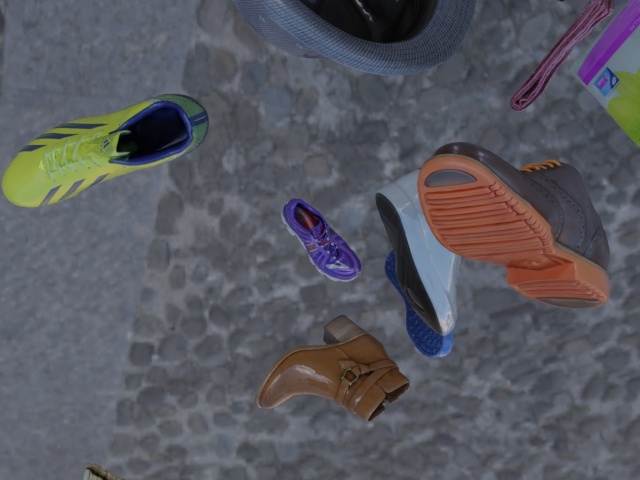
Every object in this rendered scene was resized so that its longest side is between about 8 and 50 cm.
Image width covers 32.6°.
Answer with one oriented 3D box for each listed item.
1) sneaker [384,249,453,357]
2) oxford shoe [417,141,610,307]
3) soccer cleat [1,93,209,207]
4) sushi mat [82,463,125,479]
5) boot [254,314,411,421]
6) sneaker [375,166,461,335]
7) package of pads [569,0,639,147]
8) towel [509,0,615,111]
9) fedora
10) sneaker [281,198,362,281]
[{"bbox_3d":[0.185,0.105,1.831,0.090,0.232,0.081,19,126,-35],"label":"sneaker"},{"bbox_3d":[0.222,-0.039,1.233,0.130,0.133,0.363,-2,157,34],"label":"oxford shoe"},{"bbox_3d":[-0.281,-0.116,1.396,0.289,0.121,0.093,-19,100,5],"label":"soccer cleat"},{"bbox_3d":[-0.218,0.392,1.198,0.151,0.019,0.317,24,119,12],"label":"sushi mat"},{"bbox_3d":[0.017,0.210,1.565,0.197,0.152,0.073,-39,151,-13],"label":"boot"},{"bbox_3d":[0.169,0.016,1.511,0.123,0.106,0.290,-33,137,-15],"label":"sneaker"},{"bbox_3d":[0.626,-0.335,1.975,0.101,0.229,0.296,-6,143,-46],"label":"package of pads"},{"bbox_3d":[0.428,-0.353,1.745,0.037,0.329,0.237,40,135,3],"label":"towel"},{"bbox_3d":[0.010,-0.264,1.116,0.275,0.244,0.124,25,152,-19],"label":"fedora"},{"bbox_3d":[0.000,0.000,1.785,0.170,0.071,0.068,45,79,-3],"label":"sneaker"}]
